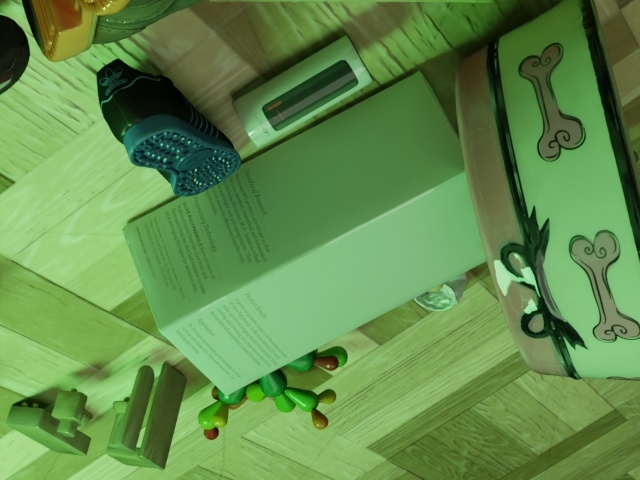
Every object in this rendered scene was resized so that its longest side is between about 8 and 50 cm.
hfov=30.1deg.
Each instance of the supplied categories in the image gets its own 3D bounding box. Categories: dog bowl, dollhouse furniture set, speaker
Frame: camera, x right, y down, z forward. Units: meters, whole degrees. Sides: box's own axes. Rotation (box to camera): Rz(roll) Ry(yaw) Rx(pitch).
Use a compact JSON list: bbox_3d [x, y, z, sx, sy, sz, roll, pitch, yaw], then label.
[{"bbox_3d":[0.254,-0.042,1.222,0.150,0.408,0.408,-15,148,16],"label":"dog bowl"},{"bbox_3d":[-0.280,0.203,1.505,0.151,0.123,0.144,1,154,25],"label":"dollhouse furniture set"},{"bbox_3d":[-0.019,-0.148,1.184,0.136,0.055,0.055,-29,145,6],"label":"speaker"}]

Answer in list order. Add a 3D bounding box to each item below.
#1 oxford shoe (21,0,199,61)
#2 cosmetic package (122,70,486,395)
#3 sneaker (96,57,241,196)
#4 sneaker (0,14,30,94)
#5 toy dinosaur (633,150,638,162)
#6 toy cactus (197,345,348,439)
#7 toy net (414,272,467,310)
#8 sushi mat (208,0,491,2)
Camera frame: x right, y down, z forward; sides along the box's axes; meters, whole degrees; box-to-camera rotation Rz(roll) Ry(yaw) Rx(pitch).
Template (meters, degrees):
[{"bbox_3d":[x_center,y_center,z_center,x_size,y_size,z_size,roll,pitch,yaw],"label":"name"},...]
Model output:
[{"bbox_3d":[-0.130,-0.226,0.856,0.133,0.130,0.364,-18,-175,-22],"label":"oxford shoe"},{"bbox_3d":[0.000,0.000,1.301,0.365,0.155,0.197,-28,146,2],"label":"cosmetic package"},{"bbox_3d":[-0.144,-0.108,1.147,0.081,0.090,0.232,-30,166,5],"label":"sneaker"},{"bbox_3d":[-0.363,-0.173,0.897,0.281,0.106,0.162,-11,140,-19],"label":"sneaker"},{"bbox_3d":[0.256,-0.057,1.475,0.268,0.064,0.118,-18,138,-7],"label":"toy dinosaur"},{"bbox_3d":[-0.072,0.182,1.558,0.219,0.112,0.180,-18,136,4],"label":"toy cactus"},{"bbox_3d":[0.121,0.057,1.547,0.122,0.045,0.232,-37,144,16],"label":"toy net"},{"bbox_3d":[0.054,-0.278,1.088,0.316,0.019,0.151,-6,140,-27],"label":"sushi mat"}]
